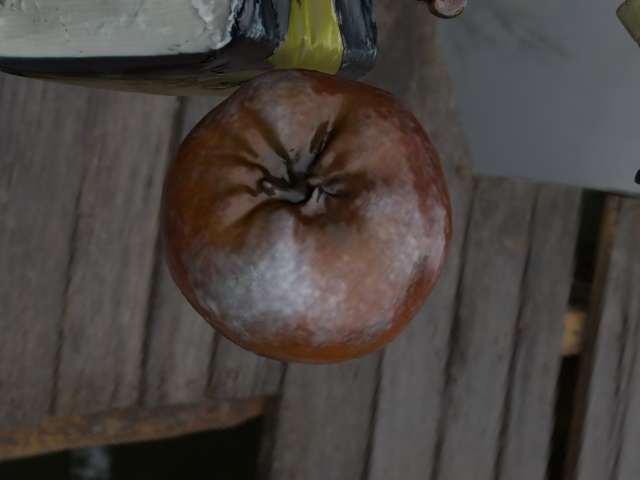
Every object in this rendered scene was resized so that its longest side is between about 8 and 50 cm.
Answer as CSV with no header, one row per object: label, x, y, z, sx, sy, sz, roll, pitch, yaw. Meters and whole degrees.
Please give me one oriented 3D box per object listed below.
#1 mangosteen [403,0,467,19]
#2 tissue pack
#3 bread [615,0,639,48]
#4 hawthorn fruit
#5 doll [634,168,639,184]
mangosteen,0.131,-0.326,1.499,0.152,0.152,0.152,-22,118,-49
tissue pack,-0.125,-0.270,1.242,0.416,0.264,0.253,-8,95,-72
bread,0.521,-0.318,1.890,0.134,0.148,0.141,-35,87,-38
hawthorn fruit,-0.009,-0.022,1.055,0.235,0.231,0.263,-52,-171,8
doll,0.398,-0.003,1.406,0.096,0.195,0.070,-1,141,-17
